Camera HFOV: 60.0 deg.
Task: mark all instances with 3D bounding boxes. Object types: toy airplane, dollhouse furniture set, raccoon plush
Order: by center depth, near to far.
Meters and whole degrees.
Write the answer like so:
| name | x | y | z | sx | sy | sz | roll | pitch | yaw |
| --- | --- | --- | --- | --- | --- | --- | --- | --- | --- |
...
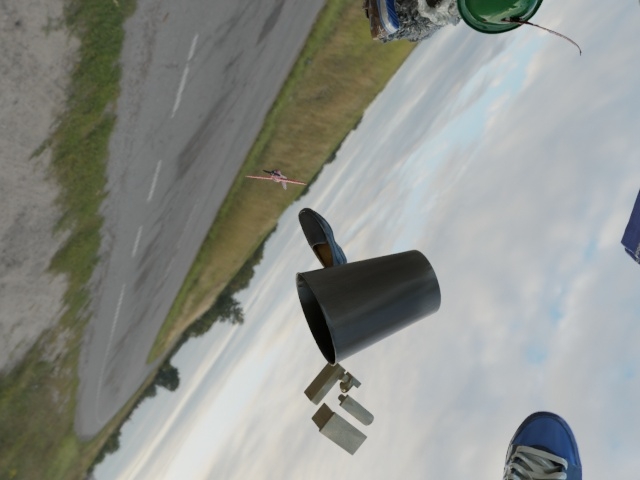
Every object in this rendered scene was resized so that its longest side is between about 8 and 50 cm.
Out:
| name | x | y | z | sx | sy | sz | roll | pitch | yaw |
| --- | --- | --- | --- | --- | --- | --- | --- | --- | --- |
| toy airplane | -0.095 | -0.147 | 1.316 | 0.151 | 0.151 | 0.028 | 169 | -69 | -80 |
| dollhouse furniture set | 0.054 | 0.405 | 1.366 | 0.144 | 0.123 | 0.151 | -49 | -154 | -6 |
| raccoon plush | 0.324 | -0.631 | 1.432 | 0.446 | 0.299 | 0.216 | -31 | 123 | -53 |

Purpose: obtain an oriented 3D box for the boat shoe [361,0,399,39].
| name | x | y | z | sx | sy | sz | roll | pitch | yaw |
| --- | --- | --- | --- | --- | --- | --- | --- | --- | --- |
| boat shoe | 0.124 | -0.516 | 1.217 | 0.066 | 0.066 | 0.183 | -25 | -130 | 32 |

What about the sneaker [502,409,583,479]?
| name | x | y | z | sx | sy | sz | roll | pitch | yaw |
| --- | --- | --- | --- | --- | --- | --- | --- | --- | --- |
| sneaker | 0.337 | 0.415 | 0.880 | 0.236 | 0.130 | 0.323 | 50 | 57 | -55 |

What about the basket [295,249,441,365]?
| name | x | y | z | sx | sy | sz | roll | pitch | yaw |
| --- | --- | --- | --- | --- | --- | --- | --- | --- | --- |
| basket | 0.093 | 0.109 | 1.026 | 0.227 | 0.154 | 0.204 | -16 | -146 | -13 |

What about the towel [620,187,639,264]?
| name | x | y | z | sx | sy | sz | roll | pitch | yaw |
| --- | --- | --- | --- | --- | --- | --- | --- | --- | --- |
| towel | 0.485 | -0.021 | 0.627 | 0.336 | 0.040 | 0.243 | -108 | -161 | -62 |

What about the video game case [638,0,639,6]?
| name | x | y | z | sx | sy | sz | roll | pitch | yaw |
| --- | --- | --- | --- | --- | --- | --- | --- | --- | --- |
| video game case | 0.912 | -0.606 | 1.332 | 0.201 | 0.023 | 0.183 | -21 | -154 | 11 |

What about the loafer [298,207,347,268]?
| name | x | y | z | sx | sy | sz | roll | pitch | yaw |
| --- | --- | --- | --- | --- | --- | --- | --- | --- | --- |
| loafer | 0.000 | 0.000 | 1.277 | 0.062 | 0.170 | 0.061 | -36 | 178 | 25 |

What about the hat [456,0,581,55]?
| name | x | y | z | sx | sy | sz | roll | pitch | yaw |
| --- | --- | --- | --- | --- | --- | --- | --- | --- | --- |
| hat | 0.382 | -0.462 | 1.086 | 0.183 | 0.208 | 0.173 | -84 | 164 | -50 |
